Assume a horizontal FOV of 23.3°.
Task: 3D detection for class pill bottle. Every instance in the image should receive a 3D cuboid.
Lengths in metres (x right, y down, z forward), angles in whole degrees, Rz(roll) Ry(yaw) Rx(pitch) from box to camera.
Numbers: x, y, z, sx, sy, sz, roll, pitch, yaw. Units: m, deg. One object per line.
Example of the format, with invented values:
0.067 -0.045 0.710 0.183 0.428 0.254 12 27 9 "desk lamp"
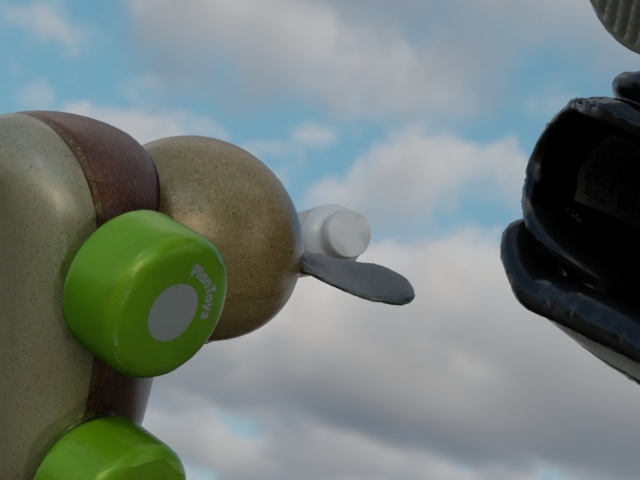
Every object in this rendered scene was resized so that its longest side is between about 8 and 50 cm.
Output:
0.000 0.000 1.004 0.043 0.043 0.083 20 -14 -23 "pill bottle"

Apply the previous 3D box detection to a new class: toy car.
-0.060 0.019 0.600 0.155 0.149 0.188 30 27 37 "toy car"

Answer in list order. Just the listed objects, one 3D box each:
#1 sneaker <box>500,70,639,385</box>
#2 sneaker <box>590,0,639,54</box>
0.229 -0.015 0.716 0.257 0.169 0.447 34 21 0 "sneaker"
0.157 -0.096 0.504 0.134 0.070 0.051 -4 -57 45 "sneaker"
